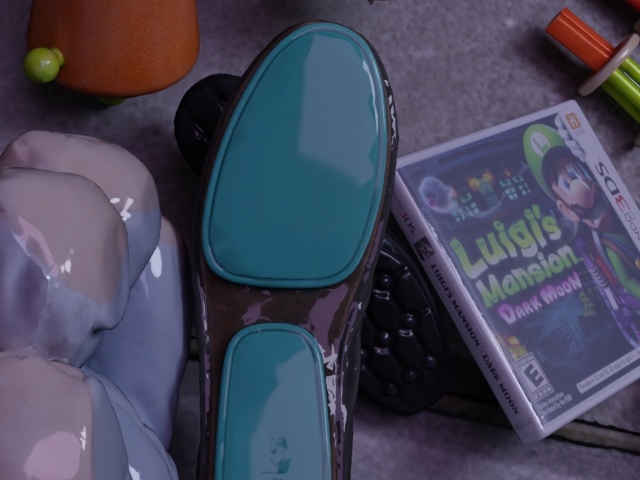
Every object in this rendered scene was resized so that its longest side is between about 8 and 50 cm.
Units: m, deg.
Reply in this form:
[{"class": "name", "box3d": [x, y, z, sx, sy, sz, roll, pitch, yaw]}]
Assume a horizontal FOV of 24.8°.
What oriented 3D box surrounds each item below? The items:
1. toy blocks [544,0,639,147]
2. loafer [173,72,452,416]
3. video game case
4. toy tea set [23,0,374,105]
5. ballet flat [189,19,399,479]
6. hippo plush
[{"class": "toy blocks", "box3d": [0.191, -0.150, 0.948, 0.148, 0.054, 0.123, 44, 63, 0]}, {"class": "loafer", "box3d": [0.000, 0.000, 0.815, 0.076, 0.078, 0.223, -36, 102, 5]}, {"class": "video game case", "box3d": [0.136, 0.010, 0.856, 0.190, 0.022, 0.173, -21, 78, -44]}, {"class": "toy tea set", "box3d": [-0.041, -0.171, 0.864, 0.336, 0.124, 0.200, -7, 44, -18]}, {"class": "ballet flat", "box3d": [-0.022, 0.033, 0.722, 0.095, 0.096, 0.280, 9, 81, -3]}, {"class": "hippo plush", "box3d": [-0.186, 0.084, 0.671, 0.237, 0.294, 0.234, -4, 51, 6]}]
